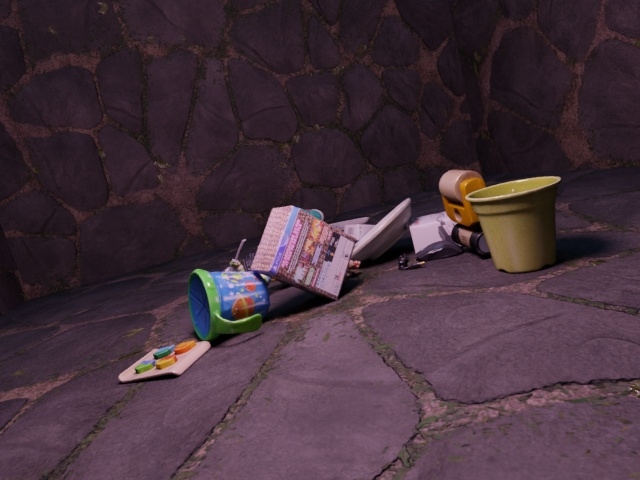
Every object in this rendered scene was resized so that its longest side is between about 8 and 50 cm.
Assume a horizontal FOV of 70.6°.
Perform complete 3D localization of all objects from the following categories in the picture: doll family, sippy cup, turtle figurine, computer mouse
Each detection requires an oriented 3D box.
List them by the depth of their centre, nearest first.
[{"bbox_3d":[-0.300,0.200,1.510,0.224,0.305,0.240,-8,-30,-33],"label":"sippy cup"},{"bbox_3d":[-0.335,0.153,1.747,0.266,0.197,0.274,-33,-24,-14],"label":"turtle figurine"},{"bbox_3d":[0.418,0.050,1.750,0.262,0.060,0.184,-11,9,18],"label":"computer mouse"},{"bbox_3d":[0.029,0.131,1.788,0.263,0.118,0.163,2,0,-12],"label":"doll family"}]

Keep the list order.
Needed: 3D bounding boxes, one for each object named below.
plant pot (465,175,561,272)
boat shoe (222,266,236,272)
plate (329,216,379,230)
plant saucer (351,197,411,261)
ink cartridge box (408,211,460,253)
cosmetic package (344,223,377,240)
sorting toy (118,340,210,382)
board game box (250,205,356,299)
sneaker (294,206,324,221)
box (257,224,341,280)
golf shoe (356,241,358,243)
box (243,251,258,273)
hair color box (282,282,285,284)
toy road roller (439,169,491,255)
[{"bbox_3d":[0.619,-0.044,1.411,0.276,0.253,0.276,-15,9,2],"label":"plant pot"},{"bbox_3d":[-0.473,0.173,2.318,0.076,0.080,0.228,-20,8,3],"label":"boat shoe"},{"bbox_3d":[0.194,-0.073,2.643,0.278,0.045,0.278,-10,-11,23],"label":"plate"},{"bbox_3d":[0.268,-0.017,1.972,0.400,0.100,0.400,-43,0,0],"label":"plant saucer"},{"bbox_3d":[0.543,-0.048,1.925,0.308,0.128,0.223,-12,10,12],"label":"ink cartridge box"},{"bbox_3d":[0.243,-0.035,2.259,0.231,0.085,0.117,3,-1,-31],"label":"cosmetic package"},{"bbox_3d":[-0.462,0.353,1.348,0.208,0.038,0.193,-11,10,18],"label":"sorting toy"},{"bbox_3d":[-0.054,0.047,1.563,0.291,0.231,0.141,27,-15,-31],"label":"board game box"},{"bbox_3d":[-0.149,-0.091,2.206,0.296,0.123,0.178,-10,0,20],"label":"sneaker"},{"bbox_3d":[-0.079,0.054,2.108,0.290,0.176,0.279,-8,11,35],"label":"box"},{"bbox_3d":[0.120,0.043,2.213,0.186,0.067,0.086,-5,14,45],"label":"golf shoe"},{"bbox_3d":[-0.277,0.108,2.299,0.207,0.108,0.153,-14,9,-4],"label":"box"},{"bbox_3d":[-0.165,0.129,1.886,0.093,0.053,0.167,-7,-32,39],"label":"hair color box"},{"bbox_3d":[0.600,-0.122,1.651,0.241,0.329,0.202,-23,14,-5],"label":"toy road roller"}]
